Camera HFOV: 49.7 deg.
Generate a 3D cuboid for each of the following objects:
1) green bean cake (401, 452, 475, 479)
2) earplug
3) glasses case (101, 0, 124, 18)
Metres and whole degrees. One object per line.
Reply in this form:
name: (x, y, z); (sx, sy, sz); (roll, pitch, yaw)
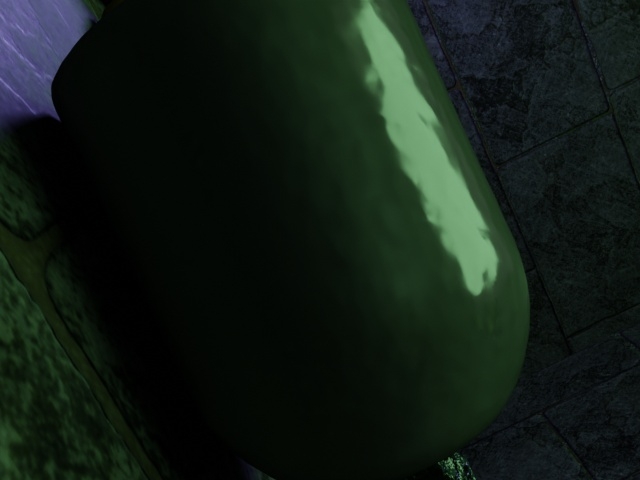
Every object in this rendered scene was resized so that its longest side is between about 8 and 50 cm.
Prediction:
green bean cake: (0.185, 0.441, 1.384); (0.208, 0.194, 0.107); (61, 8, -18)
earplug: (0.000, 0.000, 0.587); (0.312, 0.313, 0.393); (44, 21, -84)
glasses case: (-0.235, -0.240, 0.883); (0.064, 0.079, 0.234); (50, 12, -51)
